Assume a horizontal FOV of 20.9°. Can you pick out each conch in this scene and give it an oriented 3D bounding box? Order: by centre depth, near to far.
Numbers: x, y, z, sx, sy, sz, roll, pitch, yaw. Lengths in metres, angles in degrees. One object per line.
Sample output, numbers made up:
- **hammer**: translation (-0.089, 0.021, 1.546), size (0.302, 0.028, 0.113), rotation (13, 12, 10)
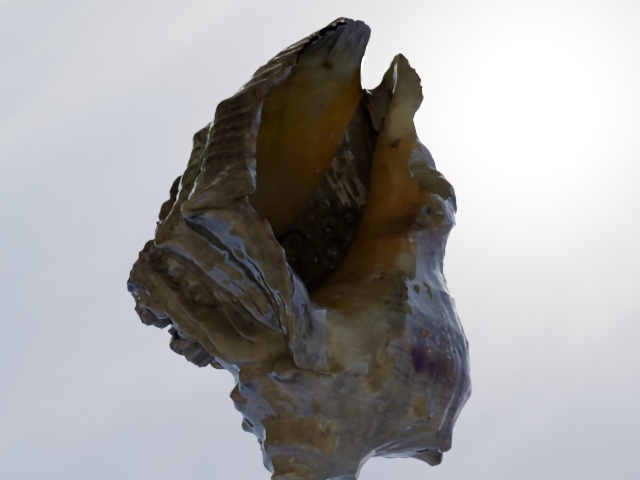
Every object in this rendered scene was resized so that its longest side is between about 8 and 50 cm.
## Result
- **conch**: translation (0.000, 0.000, 0.807), size (0.163, 0.178, 0.245), rotation (10, -120, 12)
